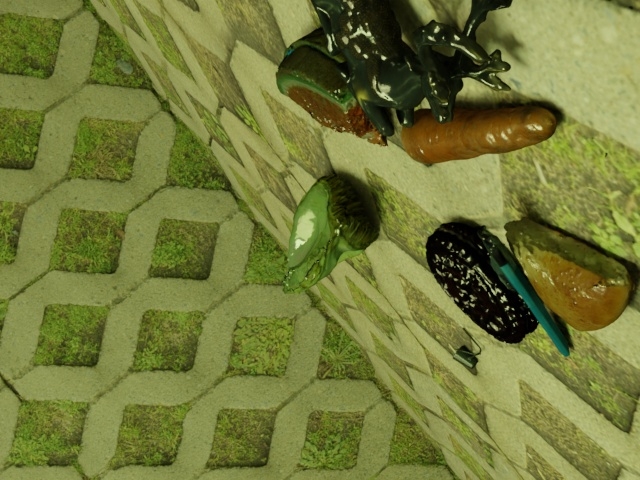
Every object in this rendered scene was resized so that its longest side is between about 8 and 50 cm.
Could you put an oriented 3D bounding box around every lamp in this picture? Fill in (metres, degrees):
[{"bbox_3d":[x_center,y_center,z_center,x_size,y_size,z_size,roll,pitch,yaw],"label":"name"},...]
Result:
[{"bbox_3d":[0.270,0.207,1.300,0.054,0.041,0.121,38,168,26],"label":"lamp"}]

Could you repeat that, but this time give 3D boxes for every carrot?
[{"bbox_3d":[0.152,-0.104,0.680,0.061,0.061,0.210,55,166,-17],"label":"carrot"}]

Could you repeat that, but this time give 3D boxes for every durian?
[{"bbox_3d":[-0.006,-0.009,1.294,0.163,0.198,0.394,53,168,-3],"label":"durian"}]

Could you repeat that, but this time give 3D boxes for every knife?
[{"bbox_3d":[0.238,0.067,0.818,0.296,0.026,0.044,46,-171,-42],"label":"knife"}]

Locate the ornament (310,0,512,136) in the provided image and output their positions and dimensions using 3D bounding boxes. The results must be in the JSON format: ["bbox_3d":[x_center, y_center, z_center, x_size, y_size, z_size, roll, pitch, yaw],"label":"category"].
[{"bbox_3d":[0.076,-0.192,0.617,0.202,0.080,0.236,65,167,-13],"label":"ornament"}]

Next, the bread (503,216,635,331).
[{"bbox_3d":[0.261,0.052,0.742,0.154,0.054,0.136,43,170,51],"label":"bread"}]

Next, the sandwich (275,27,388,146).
[{"bbox_3d":[0.006,-0.195,0.915,0.235,0.079,0.159,40,165,47],"label":"sandwich"}]

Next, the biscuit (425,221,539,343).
[{"bbox_3d":[0.213,0.056,0.953,0.194,0.053,0.194,50,170,12],"label":"biscuit"}]
